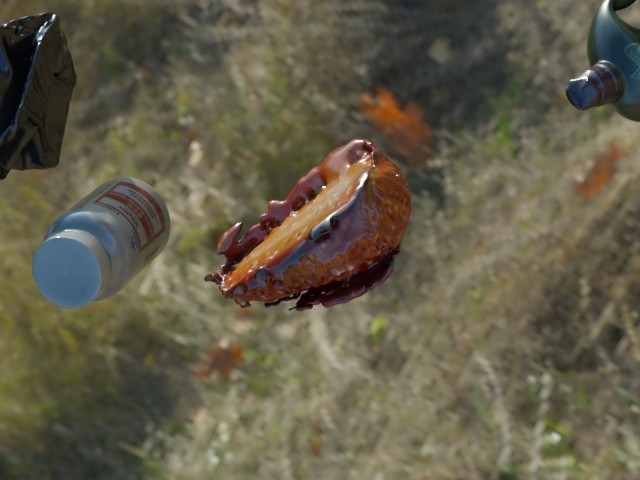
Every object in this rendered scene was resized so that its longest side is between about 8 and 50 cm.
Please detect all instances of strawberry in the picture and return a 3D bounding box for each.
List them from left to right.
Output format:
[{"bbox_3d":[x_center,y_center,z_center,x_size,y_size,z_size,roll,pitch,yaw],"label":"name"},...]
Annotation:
[{"bbox_3d":[0.000,0.000,1.512,0.188,0.082,0.121,-31,28,38],"label":"strawberry"}]

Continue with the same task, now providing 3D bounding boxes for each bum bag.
[{"bbox_3d":[-0.333,-0.108,1.625,0.074,0.310,0.137,-3,98,56],"label":"bum bag"}]

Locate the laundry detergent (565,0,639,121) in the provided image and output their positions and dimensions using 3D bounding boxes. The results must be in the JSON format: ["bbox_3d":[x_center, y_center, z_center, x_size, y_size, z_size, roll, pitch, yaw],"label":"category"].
[{"bbox_3d":[0.324,-0.190,1.926,0.078,0.221,0.144,-27,85,60],"label":"laundry detergent"}]

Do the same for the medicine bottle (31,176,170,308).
[{"bbox_3d":[-0.183,0.004,1.619,0.079,0.079,0.140,-40,3,25],"label":"medicine bottle"}]
